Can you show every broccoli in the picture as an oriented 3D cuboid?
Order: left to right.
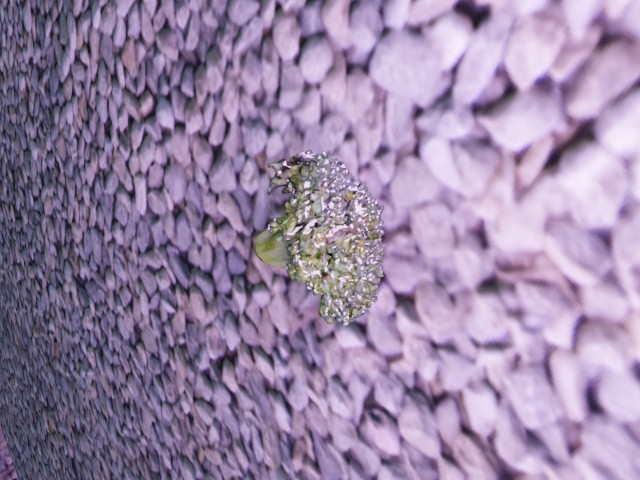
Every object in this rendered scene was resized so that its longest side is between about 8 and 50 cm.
[{"bbox_3d":[0.000,0.000,0.414,0.092,0.097,0.095,-15,48,41],"label":"broccoli"}]
